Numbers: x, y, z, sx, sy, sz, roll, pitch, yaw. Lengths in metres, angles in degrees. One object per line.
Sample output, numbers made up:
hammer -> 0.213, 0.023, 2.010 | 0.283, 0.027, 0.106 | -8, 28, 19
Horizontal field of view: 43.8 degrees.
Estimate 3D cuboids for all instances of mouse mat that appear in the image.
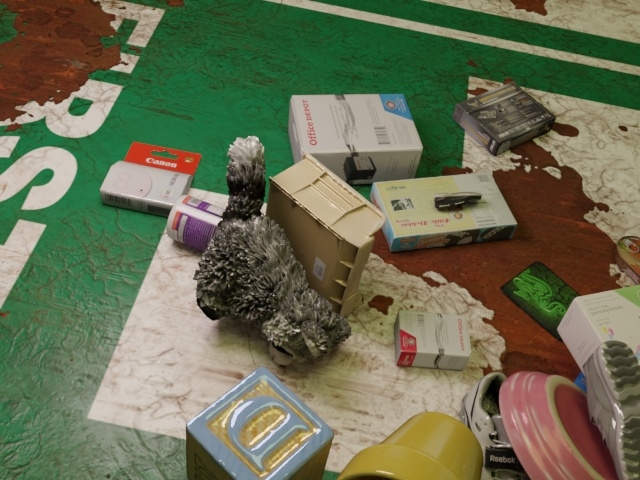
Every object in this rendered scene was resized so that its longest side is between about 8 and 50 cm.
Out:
mouse mat -> 0.534, 0.138, 1.862 | 0.152, 0.007, 0.189 | -31, 59, -30

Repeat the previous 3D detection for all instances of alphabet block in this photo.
alphabet block -> -0.112, 0.382, 1.423 | 0.192, 0.197, 0.193 | -33, 61, -32

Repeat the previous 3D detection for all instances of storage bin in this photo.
storage bin -> 0.000, 0.000, 1.723 | 0.260, 0.262, 0.123 | 40, 51, 23

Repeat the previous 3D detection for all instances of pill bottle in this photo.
pill bottle -> -0.242, -0.024, 1.814 | 0.193, 0.108, 0.108 | 21, 49, 9

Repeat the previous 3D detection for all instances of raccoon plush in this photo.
raccoon plush -> -0.079, 0.045, 1.590 | 0.299, 0.446, 0.216 | 18, 34, 24

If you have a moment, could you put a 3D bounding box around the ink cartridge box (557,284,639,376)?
ink cartridge box -> 0.654, 0.266, 1.577 | 0.207, 0.119, 0.353 | -9, 51, -18

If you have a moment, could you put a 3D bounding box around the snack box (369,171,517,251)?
snack box -> 0.301, -0.074, 1.974 | 0.322, 0.060, 0.187 | -6, 50, -14

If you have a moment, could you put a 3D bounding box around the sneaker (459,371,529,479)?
sneaker -> 0.338, 0.402, 1.513 | 0.122, 0.146, 0.330 | 1, 51, -10

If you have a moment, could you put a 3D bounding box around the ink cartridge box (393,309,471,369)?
ink cartridge box -> 0.238, 0.214, 1.711 | 0.150, 0.063, 0.109 | 6, 48, -4

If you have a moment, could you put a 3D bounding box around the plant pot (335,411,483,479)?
plant pot -> 0.173, 0.435, 1.405 | 0.254, 0.254, 0.239 | 28, 36, 15

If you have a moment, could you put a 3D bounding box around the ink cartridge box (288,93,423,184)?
ink cartridge box -> 0.082, -0.262, 2.057 | 0.307, 0.129, 0.223 | -3, 50, -11

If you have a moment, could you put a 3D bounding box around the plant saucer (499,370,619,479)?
plant saucer -> 0.472, 0.377, 1.478 | 0.332, 0.084, 0.332 | 35, 29, -23

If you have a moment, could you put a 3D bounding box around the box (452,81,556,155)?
box -> 0.517, -0.346, 2.247 | 0.231, 0.056, 0.183 | -25, 56, -27

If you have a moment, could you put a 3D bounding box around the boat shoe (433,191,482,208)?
boat shoe -> 0.334, -0.098, 1.933 | 0.125, 0.038, 0.046 | -4, 8, -19

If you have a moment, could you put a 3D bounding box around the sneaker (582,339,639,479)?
sneaker -> 0.551, 0.331, 1.454 | 0.105, 0.115, 0.281 | 3, 63, -13

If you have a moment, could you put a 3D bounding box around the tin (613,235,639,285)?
tin -> 0.798, 0.067, 1.945 | 0.106, 0.040, 0.190 | -17, 54, -27

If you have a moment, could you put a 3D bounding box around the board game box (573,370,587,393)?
board game box -> 0.741, 0.313, 1.688 | 0.302, 0.086, 0.308 | 40, 55, 24

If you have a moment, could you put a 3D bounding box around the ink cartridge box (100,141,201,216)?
ink cartridge box -> -0.410, -0.167, 1.951 | 0.189, 0.066, 0.232 | 11, 53, 1
